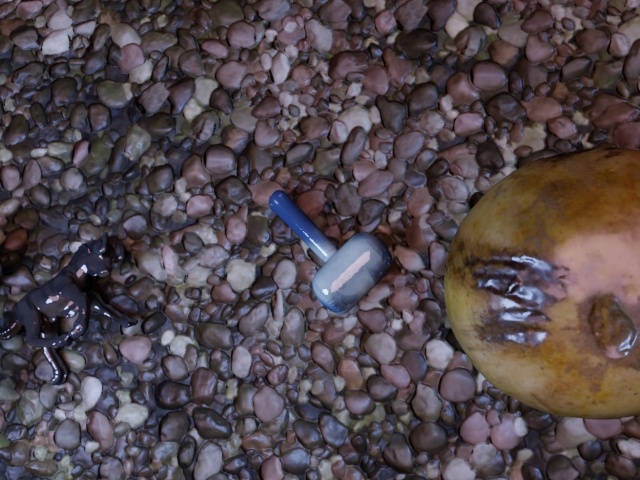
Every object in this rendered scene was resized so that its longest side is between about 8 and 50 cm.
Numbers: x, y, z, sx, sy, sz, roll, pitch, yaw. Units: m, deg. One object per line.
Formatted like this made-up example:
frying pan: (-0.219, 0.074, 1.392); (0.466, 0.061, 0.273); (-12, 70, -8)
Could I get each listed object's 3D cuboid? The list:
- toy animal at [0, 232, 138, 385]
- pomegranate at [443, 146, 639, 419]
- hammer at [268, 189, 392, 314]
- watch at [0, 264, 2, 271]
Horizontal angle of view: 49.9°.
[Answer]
toy animal: (-0.360, 0.095, 0.979); (0.233, 0.084, 0.148); (-37, 61, 8)
pomegranate: (0.300, 0.049, 0.769); (0.322, 0.322, 0.322); (-1, 82, 9)
hammer: (0.000, 0.000, 0.935); (0.116, 0.069, 0.194); (-45, 73, 2)
watch: (-0.531, 0.141, 0.925); (0.248, 0.211, 0.217); (-40, 70, 38)
